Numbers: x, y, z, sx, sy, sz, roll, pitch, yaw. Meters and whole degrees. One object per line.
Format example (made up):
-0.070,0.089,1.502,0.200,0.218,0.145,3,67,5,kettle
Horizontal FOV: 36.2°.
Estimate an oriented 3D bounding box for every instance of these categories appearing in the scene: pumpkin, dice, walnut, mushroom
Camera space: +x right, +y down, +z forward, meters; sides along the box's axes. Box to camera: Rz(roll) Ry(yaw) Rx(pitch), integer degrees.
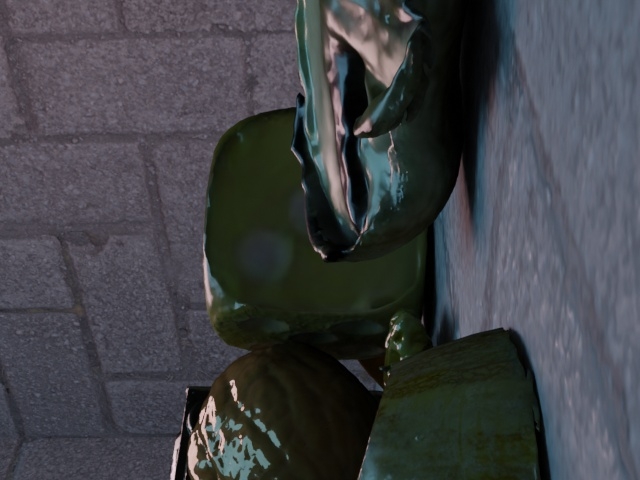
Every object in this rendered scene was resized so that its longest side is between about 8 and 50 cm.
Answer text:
0.056,0.153,0.525,0.217,0.110,0.217,2,-90,-83,pumpkin
0.000,0.000,1.104,0.227,0.233,0.238,81,-168,-71,dice
-0.023,0.224,1.021,0.261,0.225,0.224,-137,40,-56,walnut
0.049,-0.146,0.667,0.247,0.130,0.344,-118,21,-56,mushroom

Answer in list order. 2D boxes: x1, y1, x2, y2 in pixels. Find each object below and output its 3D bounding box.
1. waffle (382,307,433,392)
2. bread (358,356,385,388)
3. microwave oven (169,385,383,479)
0.087,0.168,0.893,0.208,0.054,0.214,88,178,-81,waffle
0.087,0.173,1.338,0.074,0.084,0.139,-90,-2,-48,bread
-0.031,0.392,1.190,0.247,0.333,0.394,94,178,-48,microwave oven
